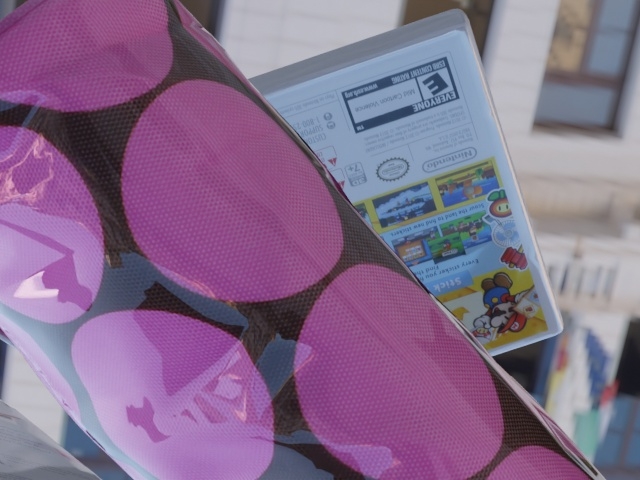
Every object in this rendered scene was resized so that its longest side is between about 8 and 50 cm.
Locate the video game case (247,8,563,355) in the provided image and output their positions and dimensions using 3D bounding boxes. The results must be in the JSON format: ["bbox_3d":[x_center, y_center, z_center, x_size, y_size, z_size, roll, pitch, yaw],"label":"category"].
[{"bbox_3d":[0.000,0.000,1.010,0.227,0.206,0.026,-19,-150,4],"label":"video game case"}]

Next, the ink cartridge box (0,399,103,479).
[{"bbox_3d":[-0.163,0.108,0.806,0.104,0.062,0.181,22,-176,-39],"label":"ink cartridge box"}]

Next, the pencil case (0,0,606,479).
[{"bbox_3d":[-0.013,0.039,0.425,0.209,0.098,0.095,48,-170,-2],"label":"pencil case"}]
